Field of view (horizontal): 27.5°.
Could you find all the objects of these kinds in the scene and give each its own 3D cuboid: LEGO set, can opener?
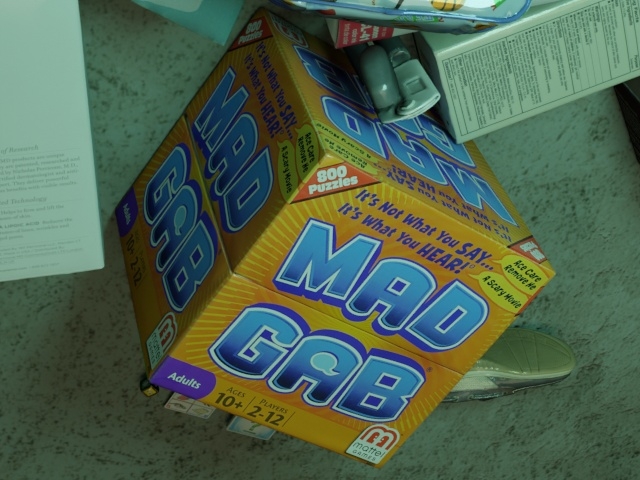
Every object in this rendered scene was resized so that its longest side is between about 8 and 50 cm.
[{"bbox_3d":[-0.139,0.227,1.953,0.244,0.060,0.182,19,127,-26],"label":"LEGO set"},{"bbox_3d":[0.072,-0.222,1.565,0.074,0.280,0.093,-24,121,3],"label":"can opener"}]

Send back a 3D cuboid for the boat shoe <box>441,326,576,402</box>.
[{"bbox_3d":[0.254,0.204,2.049,0.285,0.103,0.092,-4,131,-9],"label":"boat shoe"}]

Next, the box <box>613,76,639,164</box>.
[{"bbox_3d":[0.524,-0.170,1.808,0.168,0.167,0.203,-26,128,4],"label":"box"}]

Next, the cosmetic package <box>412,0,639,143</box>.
[{"bbox_3d":[0.280,-0.261,1.695,0.296,0.129,0.153,-19,127,-2],"label":"cosmetic package"}]

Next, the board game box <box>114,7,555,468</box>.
[{"bbox_3d":[0.000,0.000,1.655,0.356,0.356,0.356,26,114,-31],"label":"board game box"}]

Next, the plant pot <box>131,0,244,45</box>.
[{"bbox_3d":[-0.141,-0.376,1.467,0.165,0.166,0.234,23,106,-29],"label":"plant pot"}]

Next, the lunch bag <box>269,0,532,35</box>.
[{"bbox_3d":[0.087,-0.340,1.330,0.303,0.115,0.243,4,94,-9],"label":"lunch bag"}]

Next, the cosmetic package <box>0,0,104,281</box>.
[{"bbox_3d":[-0.348,-0.167,1.524,0.156,0.217,0.385,-8,125,-11],"label":"cosmetic package"}]

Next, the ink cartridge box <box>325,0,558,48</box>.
[{"bbox_3d":[0.135,-0.369,1.499,0.306,0.226,0.131,-12,156,-9],"label":"ink cartridge box"}]
